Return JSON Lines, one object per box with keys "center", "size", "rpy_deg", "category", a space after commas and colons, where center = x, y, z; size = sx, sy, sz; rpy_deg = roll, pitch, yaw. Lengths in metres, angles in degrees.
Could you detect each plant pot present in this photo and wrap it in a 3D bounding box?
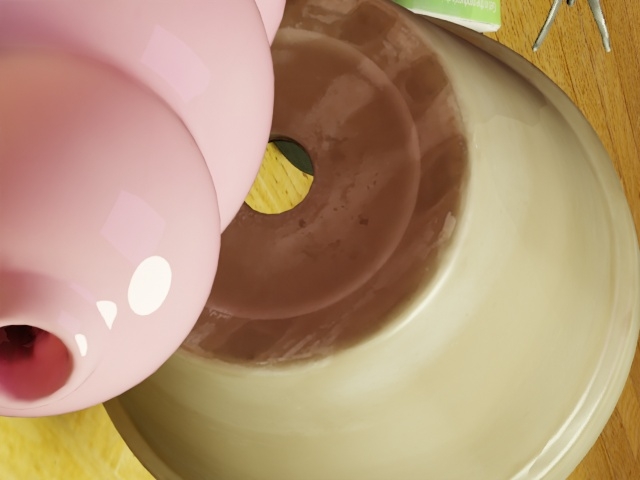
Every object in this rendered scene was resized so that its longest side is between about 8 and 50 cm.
{"center": [0.000, 0.000, 0.966], "size": [0.280, 0.323, 0.323], "rpy_deg": [50, 53, -73], "category": "plant pot"}

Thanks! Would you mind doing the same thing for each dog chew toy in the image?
{"center": [-0.108, -0.067, 0.701], "size": [0.332, 0.206, 0.207], "rpy_deg": [-97, 177, -50], "category": "dog chew toy"}

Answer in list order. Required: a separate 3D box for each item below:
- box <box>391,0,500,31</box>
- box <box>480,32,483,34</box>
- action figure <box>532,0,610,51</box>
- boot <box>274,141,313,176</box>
{"center": [0.051, -0.302, 1.217], "size": [0.232, 0.058, 0.322], "rpy_deg": [-4, 92, -65], "category": "box"}
{"center": [0.065, -0.115, 1.453], "size": [0.147, 0.077, 0.180], "rpy_deg": [78, 30, -44], "category": "box"}
{"center": [0.156, -0.267, 1.198], "size": [0.141, 0.164, 0.276], "rpy_deg": [76, 11, -69], "category": "action figure"}
{"center": [0.016, -0.178, 1.301], "size": [0.179, 0.085, 0.236], "rpy_deg": [-63, 152, -42], "category": "boot"}
